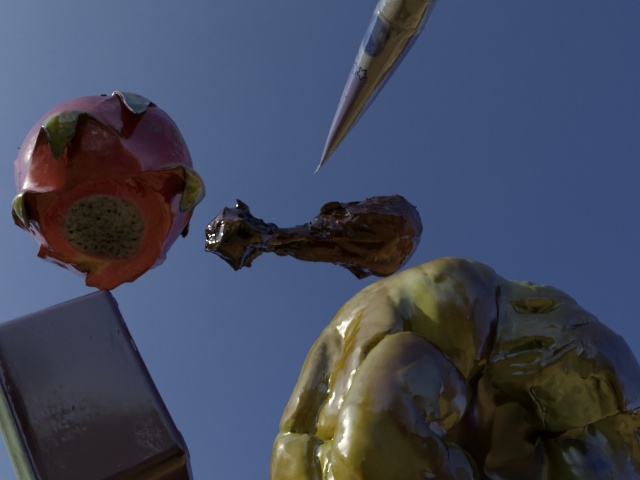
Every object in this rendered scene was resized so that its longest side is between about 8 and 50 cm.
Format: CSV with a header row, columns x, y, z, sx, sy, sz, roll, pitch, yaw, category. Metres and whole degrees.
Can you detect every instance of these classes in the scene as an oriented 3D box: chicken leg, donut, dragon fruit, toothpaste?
x,y,z,sx,sy,sz,roll,pitch,yaw,category
0.000,0.000,1.178,0.305,0.093,0.113,-3,-74,-27,chicken leg
0.134,0.183,0.747,0.360,0.360,0.170,45,-42,-17,donut
-0.311,-0.066,1.353,0.291,0.189,0.290,-8,-63,-16,dragon fruit
0.079,-0.258,1.479,0.080,0.125,0.371,29,-45,1,toothpaste

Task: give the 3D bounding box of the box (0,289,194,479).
x,y,z,sx,sy,sz,roll,pitch,yaw,category
-0.261,0.206,1.033,0.168,0.294,0.193,-23,-34,-17,box
